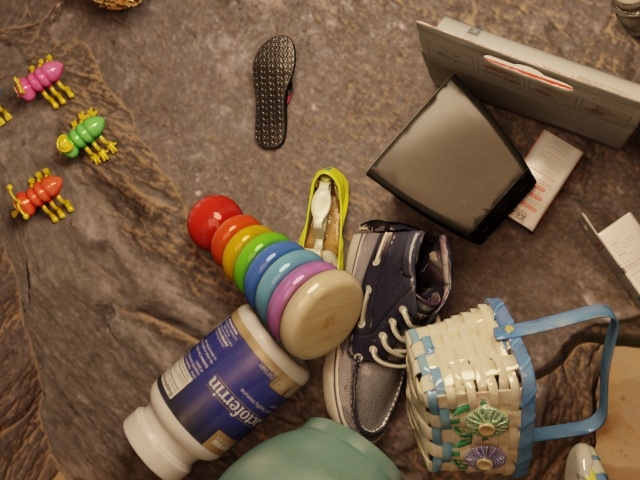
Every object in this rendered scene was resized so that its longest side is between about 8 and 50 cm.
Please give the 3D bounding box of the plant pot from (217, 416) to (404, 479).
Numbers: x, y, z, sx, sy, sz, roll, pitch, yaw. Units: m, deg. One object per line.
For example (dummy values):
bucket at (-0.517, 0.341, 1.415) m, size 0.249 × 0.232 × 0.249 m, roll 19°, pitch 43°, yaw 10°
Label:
plant pot at (-0.001, 0.379, 1.605) m, size 0.293 × 0.293 × 0.196 m, roll 32°, pitch 64°, yaw 10°

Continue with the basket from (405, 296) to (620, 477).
basket at (0.267, 0.208, 1.572) m, size 0.288 × 0.255 × 0.201 m, roll -14°, pitch 41°, yaw -6°

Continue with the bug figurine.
bug figurine at (-0.466, -0.177, 1.815) m, size 0.216 × 0.072 × 0.279 m, roll -37°, pitch 80°, yaw 4°

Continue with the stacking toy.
stacking toy at (-0.091, 0.035, 1.665) m, size 0.330 × 0.141 × 0.141 m, roll 37°, pitch 91°, yaw 38°

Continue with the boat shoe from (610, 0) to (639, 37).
boat shoe at (0.579, -0.425, 1.676) m, size 0.335 × 0.095 × 0.112 m, roll -33°, pitch 45°, yaw 1°

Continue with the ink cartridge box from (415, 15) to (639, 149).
ink cartridge box at (0.296, -0.237, 1.541) m, size 0.308 × 0.385 × 0.091 m, roll 22°, pitch 90°, yaw 10°

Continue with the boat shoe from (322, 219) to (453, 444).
boat shoe at (0.102, 0.134, 1.636) m, size 0.127 × 0.158 × 0.341 m, roll 8°, pitch 84°, yaw -32°

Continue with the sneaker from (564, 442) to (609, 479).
sneaker at (0.433, 0.405, 1.623) m, size 0.126 × 0.091 × 0.240 m, roll -8°, pitch 83°, yaw -10°

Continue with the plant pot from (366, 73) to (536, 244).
plant pot at (0.206, -0.099, 1.629) m, size 0.167 × 0.187 × 0.188 m, roll 42°, pitch 95°, yaw 17°

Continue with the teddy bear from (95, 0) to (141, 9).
teddy bear at (-0.280, -0.518, 1.813) m, size 0.245 × 0.113 × 0.338 m, roll 0°, pitch 77°, yaw 2°

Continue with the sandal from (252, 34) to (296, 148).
sandal at (-0.073, -0.235, 1.780) m, size 0.067 × 0.040 × 0.179 m, roll 8°, pitch 100°, yaw 15°

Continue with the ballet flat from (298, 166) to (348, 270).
ballet flat at (0.000, 0.000, 1.722) m, size 0.077 × 0.077 × 0.231 m, roll 5°, pitch 86°, yaw 9°

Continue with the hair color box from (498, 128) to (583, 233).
hair color box at (0.328, -0.088, 1.696) m, size 0.072 × 0.043 × 0.141 m, roll 34°, pitch 90°, yaw 11°

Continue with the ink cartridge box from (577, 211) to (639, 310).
ink cartridge box at (0.451, 0.023, 1.635) m, size 0.060 × 0.104 × 0.180 m, roll -34°, pitch 81°, yaw 5°

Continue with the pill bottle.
pill bottle at (-0.158, 0.232, 1.687) m, size 0.264 × 0.153 × 0.153 m, roll -41°, pitch 80°, yaw 4°
